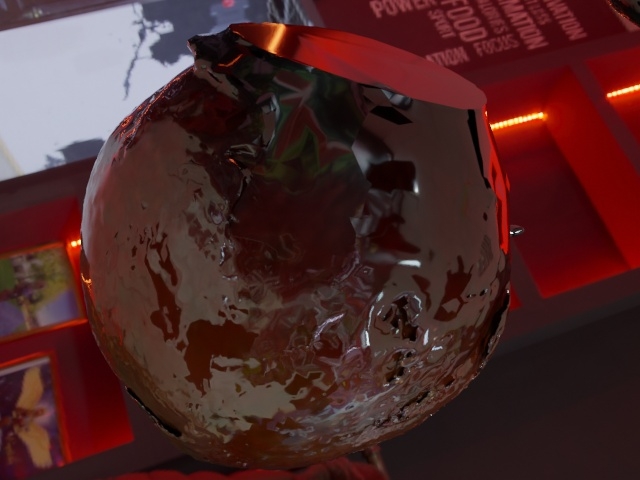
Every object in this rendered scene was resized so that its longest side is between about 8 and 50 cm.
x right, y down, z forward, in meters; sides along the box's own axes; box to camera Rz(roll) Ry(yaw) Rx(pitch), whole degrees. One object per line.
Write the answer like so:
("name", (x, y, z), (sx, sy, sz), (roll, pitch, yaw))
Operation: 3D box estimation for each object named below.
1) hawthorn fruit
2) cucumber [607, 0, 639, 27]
("hawthorn fruit", (-0.016, -0.002, 0.449), (0.316, 0.315, 0.316), (163, -90, -78))
("cucumber", (0.339, -0.156, 0.513), (0.284, 0.056, 0.056), (39, -29, 30))
